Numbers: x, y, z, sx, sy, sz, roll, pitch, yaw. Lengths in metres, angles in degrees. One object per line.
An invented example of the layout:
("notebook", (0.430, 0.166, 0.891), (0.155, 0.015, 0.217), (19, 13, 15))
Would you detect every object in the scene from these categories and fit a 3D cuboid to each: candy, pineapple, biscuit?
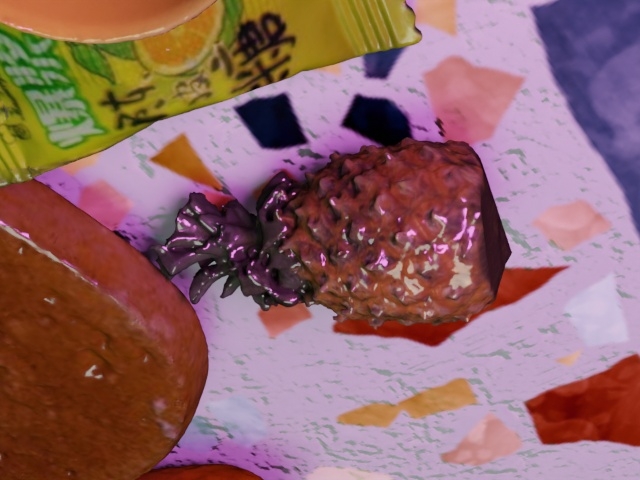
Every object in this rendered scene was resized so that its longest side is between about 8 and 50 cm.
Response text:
("candy", (-0.085, -0.109, 0.568), (0.246, 0.069, 0.149), (-23, 133, -1))
("pineapple", (0.000, 0.000, 0.662), (0.197, 0.108, 0.108), (-4, 133, 17))
("biscuit", (-0.259, 0.053, 0.740), (0.367, 0.063, 0.314), (33, 129, -24))

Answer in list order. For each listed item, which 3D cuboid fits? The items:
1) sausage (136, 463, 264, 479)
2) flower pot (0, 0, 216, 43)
("sausage", (-0.138, 0.225, 0.848), (0.258, 0.133, 0.133), (-5, 133, 10))
("flower pot", (-0.082, -0.198, 0.420), (0.195, 0.179, 0.195), (0, 134, 0))
